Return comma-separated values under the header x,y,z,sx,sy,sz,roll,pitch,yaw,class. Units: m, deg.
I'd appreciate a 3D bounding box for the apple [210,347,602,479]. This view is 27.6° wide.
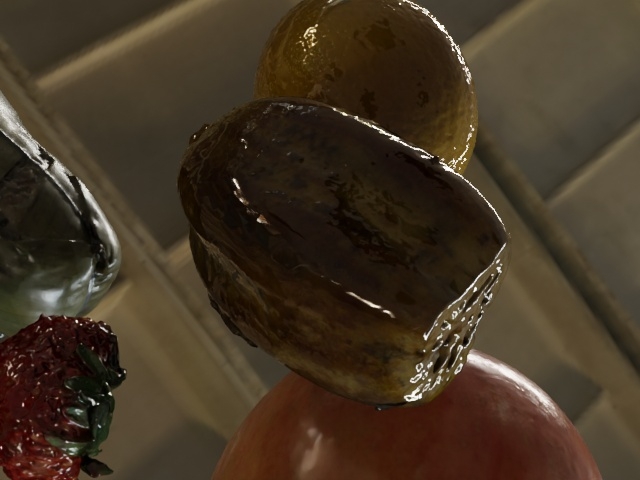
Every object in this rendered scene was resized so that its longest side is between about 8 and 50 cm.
x,y,z,sx,sy,sz,roll,pitch,yaw,class
0.064,0.277,1.089,0.363,0.364,0.364,23,-131,-29,apple

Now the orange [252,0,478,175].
x,y,z,sx,sy,sz,roll,pitch,yaw,class
0.042,-0.129,1.250,0.236,0.236,0.236,23,-131,-29,orange

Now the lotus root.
x,y,z,sx,sy,sz,roll,pitch,yaw,class
0.003,0.005,0.962,0.291,0.193,0.193,33,-150,34,lotus root

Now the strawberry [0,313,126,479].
x,y,z,sx,sy,sz,roll,pitch,yaw,class
-0.220,0.117,1.008,0.085,0.140,0.192,19,-145,-38,strawberry

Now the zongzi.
x,y,z,sx,sy,sz,roll,pitch,yaw,class
-0.322,-0.090,1.267,0.356,0.174,0.393,26,-143,1,zongzi
